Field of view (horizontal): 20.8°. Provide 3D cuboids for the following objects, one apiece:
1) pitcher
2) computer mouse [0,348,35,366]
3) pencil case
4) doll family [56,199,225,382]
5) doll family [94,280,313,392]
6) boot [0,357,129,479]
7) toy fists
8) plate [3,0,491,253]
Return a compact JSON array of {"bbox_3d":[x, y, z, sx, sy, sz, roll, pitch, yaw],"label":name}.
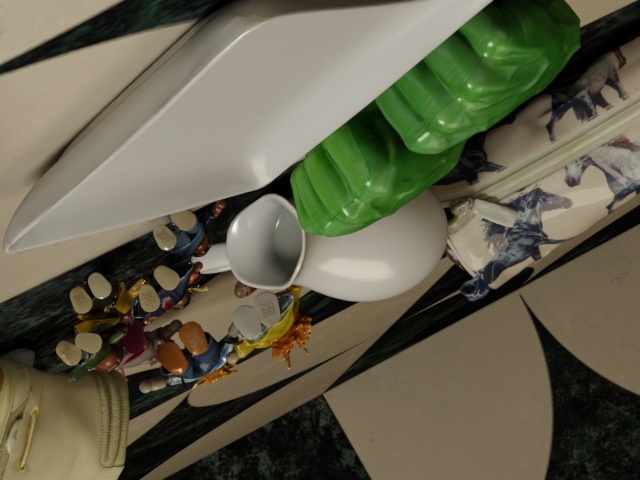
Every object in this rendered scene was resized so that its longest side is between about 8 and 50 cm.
[{"bbox_3d":[0.000,0.000,1.613,0.207,0.125,0.178,-6,177,-43],"label":"pitcher"},{"bbox_3d":[-0.341,0.162,1.596,0.193,0.042,0.106,-30,170,1],"label":"computer mouse"},{"bbox_3d":[0.282,-0.106,1.726,0.410,0.160,0.183,-32,-175,13],"label":"pencil case"},{"bbox_3d":[-0.148,0.041,1.462,0.193,0.076,0.111,-34,166,3],"label":"doll family"},{"bbox_3d":[-0.100,0.101,1.770,0.263,0.118,0.163,-31,171,3],"label":"doll family"},{"bbox_3d":[-0.279,0.231,1.568,0.203,0.095,0.262,11,97,-57],"label":"boot"},{"bbox_3d":[0.075,-0.098,1.354,0.142,0.096,0.279,-35,175,-47],"label":"toy fists"},{"bbox_3d":[-0.046,-0.096,1.136,0.277,0.045,0.278,-36,169,37],"label":"plate"}]
